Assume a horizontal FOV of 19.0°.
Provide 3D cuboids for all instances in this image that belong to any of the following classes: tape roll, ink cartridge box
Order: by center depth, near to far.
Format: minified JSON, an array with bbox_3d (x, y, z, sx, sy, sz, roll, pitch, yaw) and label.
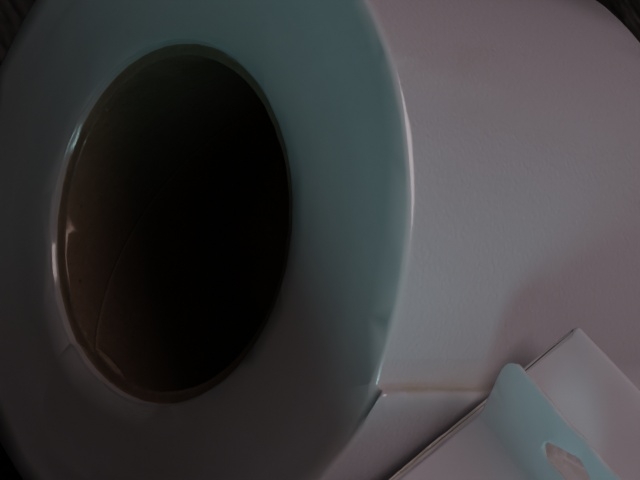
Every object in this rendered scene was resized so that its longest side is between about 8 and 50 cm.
[{"bbox_3d":[0.090,0.107,0.643,0.092,0.090,0.143,48,-4,36],"label":"ink cartridge box"},{"bbox_3d":[0.000,0.000,0.739,0.169,0.246,0.246,6,63,-46],"label":"tape roll"}]
